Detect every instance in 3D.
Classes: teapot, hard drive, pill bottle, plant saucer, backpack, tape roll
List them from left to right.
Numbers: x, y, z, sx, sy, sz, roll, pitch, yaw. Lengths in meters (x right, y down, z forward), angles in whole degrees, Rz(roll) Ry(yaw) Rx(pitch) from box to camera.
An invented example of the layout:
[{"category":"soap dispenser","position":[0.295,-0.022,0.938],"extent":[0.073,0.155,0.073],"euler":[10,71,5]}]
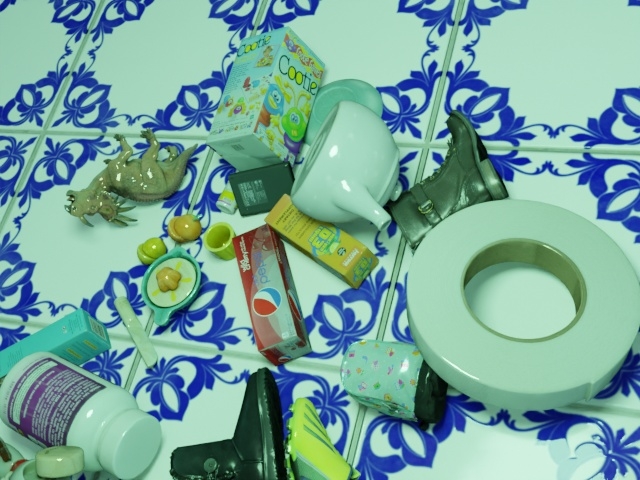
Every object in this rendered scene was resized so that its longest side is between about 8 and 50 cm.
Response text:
[{"category":"pill bottle","position":[-0.454,0.337,1.693],"extent":[0.302,0.169,0.169],"euler":[19,71,30]},{"category":"pill bottle","position":[-0.187,-0.102,1.910],"extent":[0.043,0.043,0.083],"euler":[17,69,29]},{"category":"hard drive","position":[-0.116,-0.107,1.859],"extent":[0.135,0.094,0.022],"euler":[-10,20,16]},{"category":"plant saucer","position":[0.036,-0.281,1.927],"extent":[0.195,0.037,0.195],"euler":[-10,59,17]},{"category":"teapot","position":[0.070,-0.133,1.704],"extent":[0.187,0.252,0.256],"euler":[26,73,-10]},{"category":"backpack","position":[0.128,0.235,1.553],"extent":[0.182,0.115,0.152],"euler":[6,67,28]},{"category":"tape roll","position":[0.339,0.100,1.507],"extent":[0.392,0.072,0.392],"euler":[-2,53,3]}]

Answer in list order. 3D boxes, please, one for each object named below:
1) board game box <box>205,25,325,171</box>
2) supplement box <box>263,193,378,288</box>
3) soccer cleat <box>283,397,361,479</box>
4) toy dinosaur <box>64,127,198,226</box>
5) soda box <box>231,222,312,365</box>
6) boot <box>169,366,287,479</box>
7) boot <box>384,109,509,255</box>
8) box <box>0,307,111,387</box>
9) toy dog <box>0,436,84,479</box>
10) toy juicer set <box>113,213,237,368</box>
[{"category":"board game box","position":[-0.114,-0.295,1.913],"extent":[0.144,0.142,0.275],"euler":[-4,60,39]},{"category":"supplement box","position":[0.000,0.000,1.758],"extent":[0.233,0.080,0.078],"euler":[33,80,31]},{"category":"soccer cleat","position":[0.003,0.383,1.517],"extent":[0.121,0.093,0.289],"euler":[-2,34,-8]},{"category":"toy dinosaur","position":[-0.401,-0.126,1.970],"extent":[0.296,0.127,0.200],"euler":[-9,66,3]},{"category":"soda box","position":[-0.096,0.103,1.729],"extent":[0.083,0.092,0.263],"euler":[-23,56,10]},{"category":"boot","position":[-0.173,0.362,1.611],"extent":[0.207,0.094,0.246],"euler":[-12,64,11]},{"category":"boot","position":[0.222,-0.117,1.734],"extent":[0.229,0.091,0.263],"euler":[-29,48,14]},{"category":"box","position":[-0.564,0.237,1.835],"extent":[0.244,0.100,0.060],"euler":[-29,55,5]},{"category":"toy dog","position":[-0.553,0.438,1.582],"extent":[0.334,0.161,0.220],"euler":[-25,70,43]},{"category":"toy juicer set","position":[-0.331,0.073,1.841],"extent":[0.209,0.089,0.329],"euler":[28,76,32]}]
